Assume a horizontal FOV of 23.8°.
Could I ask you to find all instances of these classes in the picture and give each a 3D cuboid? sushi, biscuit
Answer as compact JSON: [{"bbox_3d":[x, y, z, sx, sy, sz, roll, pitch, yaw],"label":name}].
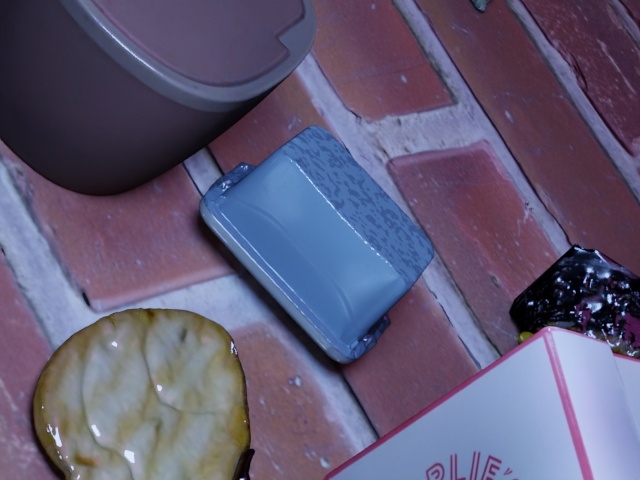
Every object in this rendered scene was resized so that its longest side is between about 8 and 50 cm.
[{"bbox_3d":[0.296,0.132,1.667,0.172,0.153,0.150,32,54,-4],"label":"sushi"},{"bbox_3d":[-0.145,0.151,1.337,0.203,0.041,0.260,41,39,-4],"label":"biscuit"}]

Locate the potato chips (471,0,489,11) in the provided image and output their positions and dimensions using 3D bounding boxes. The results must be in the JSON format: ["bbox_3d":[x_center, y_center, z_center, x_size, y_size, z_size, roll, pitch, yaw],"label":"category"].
[{"bbox_3d":[0.197,-0.406,2.112,0.092,0.028,0.207,-14,67,-46],"label":"potato chips"}]

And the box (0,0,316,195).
[{"bbox_3d":[-0.182,-0.197,1.450,0.301,0.216,0.301,23,47,-27],"label":"box"}]

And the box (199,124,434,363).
[{"bbox_3d":[0.000,0.000,1.520,0.227,0.130,0.162,48,24,-1],"label":"box"}]

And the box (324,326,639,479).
[{"bbox_3d":[0.230,0.301,1.343,0.300,0.314,0.312,16,48,-36],"label":"box"}]
